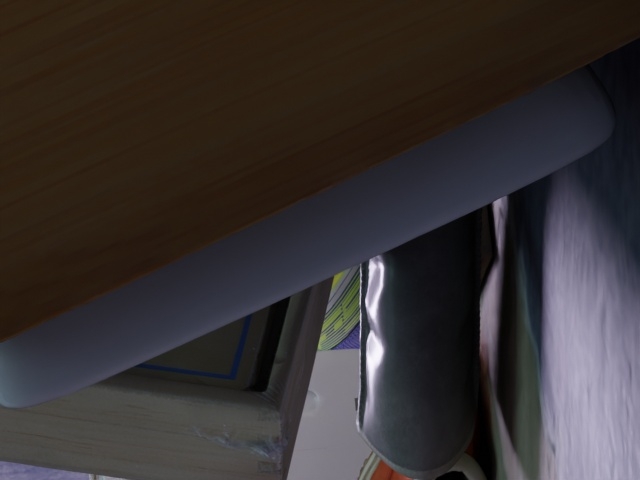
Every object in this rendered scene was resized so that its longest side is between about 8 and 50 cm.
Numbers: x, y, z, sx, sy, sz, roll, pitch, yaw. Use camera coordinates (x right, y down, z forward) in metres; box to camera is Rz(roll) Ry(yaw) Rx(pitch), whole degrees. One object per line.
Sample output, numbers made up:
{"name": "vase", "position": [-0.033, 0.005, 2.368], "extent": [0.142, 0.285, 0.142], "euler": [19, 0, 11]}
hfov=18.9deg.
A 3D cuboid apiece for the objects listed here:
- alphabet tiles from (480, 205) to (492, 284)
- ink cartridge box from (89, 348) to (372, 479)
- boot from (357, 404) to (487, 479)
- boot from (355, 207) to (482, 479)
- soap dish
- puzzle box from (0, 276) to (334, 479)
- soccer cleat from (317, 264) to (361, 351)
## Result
{"name": "alphabet tiles", "position": [0.066, -0.085, 0.976], "extent": [0.198, 0.009, 0.237], "euler": [98, 169, -71]}
{"name": "ink cartridge box", "position": [-0.035, 0.176, 1.212], "extent": [0.283, 0.207, 0.117], "euler": [94, 172, -66]}
{"name": "boot", "position": [0.054, 0.137, 0.979], "extent": [0.084, 0.059, 0.158], "euler": [-103, 11, -46]}
{"name": "boot", "position": [0.041, 0.007, 0.819], "extent": [0.189, 0.076, 0.208], "euler": [-69, -11, -68]}
{"name": "soap dish", "position": [-0.050, -0.075, 0.644], "extent": [0.291, 0.229, 0.118], "euler": [-132, 18, -68]}
{"name": "puzzle box", "position": [-0.113, -0.065, 0.862], "extent": [0.409, 0.272, 0.052], "euler": [-78, -6, -49]}
{"name": "soccer cleat", "position": [-0.002, -0.046, 1.110], "extent": [0.093, 0.121, 0.289], "euler": [-92, -2, -51]}
